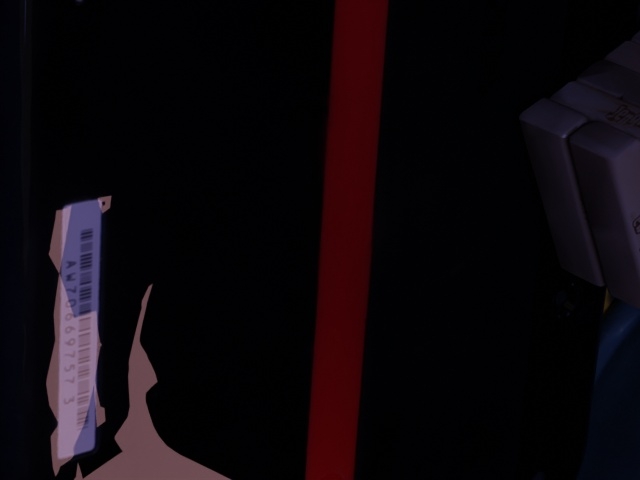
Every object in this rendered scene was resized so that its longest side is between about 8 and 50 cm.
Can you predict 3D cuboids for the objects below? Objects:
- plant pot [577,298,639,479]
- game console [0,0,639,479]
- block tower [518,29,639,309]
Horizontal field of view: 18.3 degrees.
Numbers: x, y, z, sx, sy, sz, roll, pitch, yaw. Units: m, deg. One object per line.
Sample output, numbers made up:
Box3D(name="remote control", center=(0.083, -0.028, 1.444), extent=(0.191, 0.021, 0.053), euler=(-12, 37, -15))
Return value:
Box3D(name="plant pot", center=(0.317, 0.175, 0.921), extent=(0.341, 0.334, 0.341), euler=(-5, 107, -16))
Box3D(name="game console", center=(0.000, 0.000, 0.840), extent=(0.342, 0.060, 0.387), euler=(-14, 117, -37))
Box3D(name="block tower", center=(0.249, -0.095, 0.905), extent=(0.335, 0.091, 0.097), euler=(-36, 130, -20))
